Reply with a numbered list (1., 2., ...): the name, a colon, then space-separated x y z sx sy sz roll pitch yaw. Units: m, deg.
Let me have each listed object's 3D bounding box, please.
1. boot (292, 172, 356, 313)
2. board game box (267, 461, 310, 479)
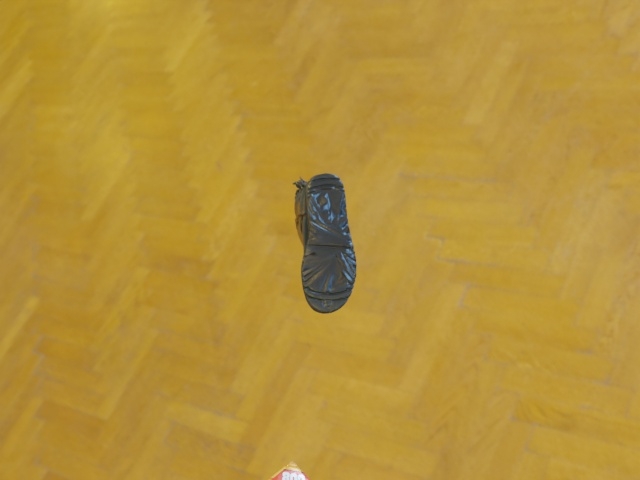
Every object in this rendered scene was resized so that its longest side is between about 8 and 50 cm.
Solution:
1. boot: -0.001 0.000 0.855 0.045 0.099 0.121 -2 87 -8
2. board game box: -0.089 0.606 1.417 0.356 0.356 0.356 -33 72 -35
